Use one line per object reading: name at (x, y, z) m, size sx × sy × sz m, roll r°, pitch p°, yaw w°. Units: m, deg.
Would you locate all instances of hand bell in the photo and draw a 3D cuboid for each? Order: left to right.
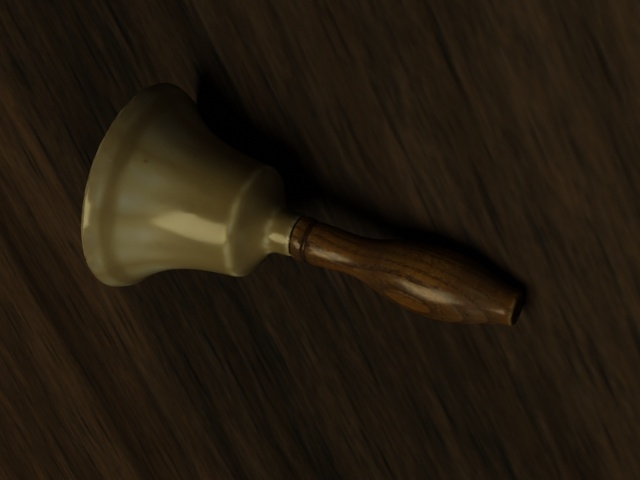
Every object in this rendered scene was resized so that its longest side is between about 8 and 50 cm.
hand bell at (0.000, 0.000, 0.829) m, size 0.242 × 0.126 × 0.126 m, roll 17°, pitch 135°, yaw 21°
